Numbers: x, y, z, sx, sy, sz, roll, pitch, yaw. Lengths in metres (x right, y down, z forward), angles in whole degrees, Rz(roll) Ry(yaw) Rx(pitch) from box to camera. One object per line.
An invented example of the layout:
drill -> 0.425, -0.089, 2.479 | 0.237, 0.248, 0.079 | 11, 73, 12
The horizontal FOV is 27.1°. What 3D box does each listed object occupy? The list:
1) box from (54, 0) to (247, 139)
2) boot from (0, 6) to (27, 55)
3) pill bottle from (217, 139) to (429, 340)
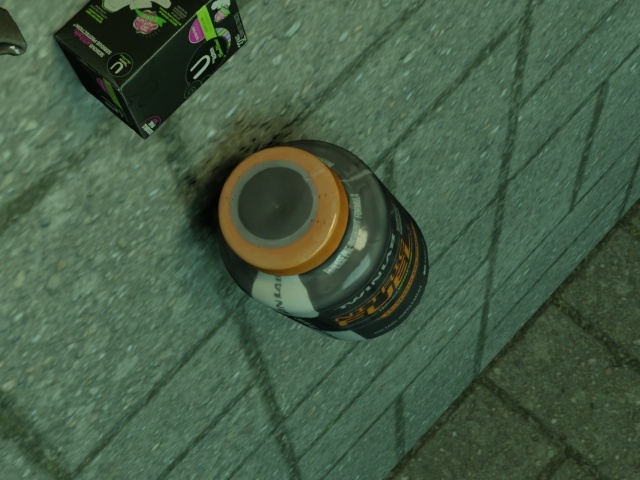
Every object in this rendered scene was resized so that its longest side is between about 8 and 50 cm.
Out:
box -> -0.089, -0.108, 0.712 | 0.083, 0.052, 0.062 | -45, 160, -12
boot -> -0.239, -0.005, 0.411 | 0.263, 0.091, 0.229 | -34, 164, 14
pill bottle -> 0.000, 0.000, 1.013 | 0.130, 0.130, 0.246 | -50, 162, 1
